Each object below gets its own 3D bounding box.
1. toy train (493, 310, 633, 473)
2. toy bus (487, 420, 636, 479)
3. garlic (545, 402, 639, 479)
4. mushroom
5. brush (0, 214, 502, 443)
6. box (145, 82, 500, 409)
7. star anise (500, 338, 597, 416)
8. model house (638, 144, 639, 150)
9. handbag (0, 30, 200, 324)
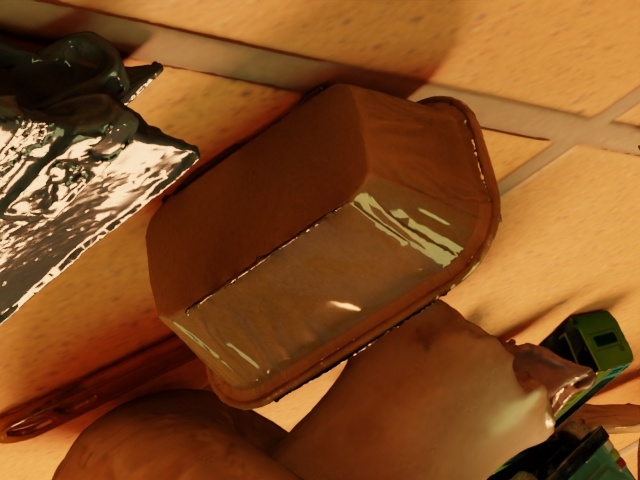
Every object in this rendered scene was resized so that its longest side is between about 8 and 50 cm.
[{"bbox_3d":[0.154,0.117,1.419,0.042,0.044,0.209,-11,157,-30],"label":"toy train"},{"bbox_3d":[0.167,0.201,1.506,0.079,0.092,0.160,-39,-172,-29],"label":"toy bus"},{"bbox_3d":[0.294,0.170,1.545,0.253,0.245,0.245,20,152,0],"label":"garlic"},{"bbox_3d":[-0.002,0.161,1.112,0.290,0.297,0.297,-58,156,-2],"label":"mushroom"},{"bbox_3d":[-0.048,0.046,1.090,0.314,0.017,0.090,-26,159,11],"label":"brush"},{"bbox_3d":[0.000,0.000,0.912,0.177,0.111,0.111,-33,157,26],"label":"box"},{"bbox_3d":[0.073,0.121,1.332,0.171,0.063,0.208,-7,158,-25],"label":"star anise"},{"bbox_3d":[0.296,-0.059,1.012,0.219,0.136,0.207,-19,157,-8],"label":"model house"},{"bbox_3d":[-0.173,-0.022,0.735,0.179,0.062,0.229,-36,155,31],"label":"handbag"}]
